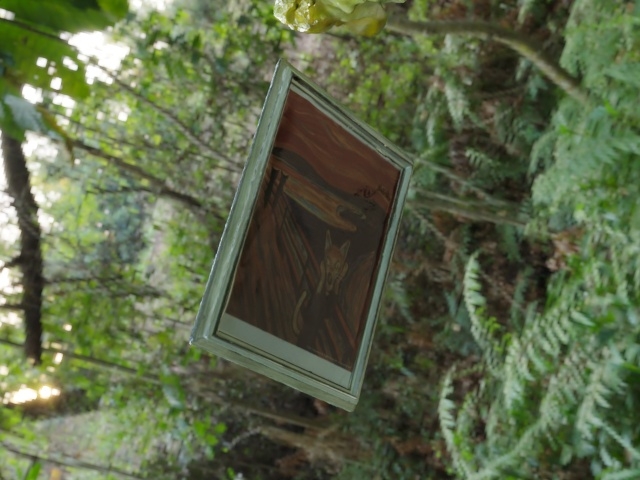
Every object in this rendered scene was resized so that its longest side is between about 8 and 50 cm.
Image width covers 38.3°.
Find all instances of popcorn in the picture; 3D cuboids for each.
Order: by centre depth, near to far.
[{"bbox_3d":[0.020,-0.237,0.774,0.126,0.126,0.145,-63,1,38],"label":"popcorn"}]

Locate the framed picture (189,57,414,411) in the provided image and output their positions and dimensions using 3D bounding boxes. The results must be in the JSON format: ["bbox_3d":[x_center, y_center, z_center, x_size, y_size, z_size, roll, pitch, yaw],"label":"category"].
[{"bbox_3d":[0.000,0.000,0.852,0.016,0.216,0.273,-2,67,44],"label":"framed picture"}]
